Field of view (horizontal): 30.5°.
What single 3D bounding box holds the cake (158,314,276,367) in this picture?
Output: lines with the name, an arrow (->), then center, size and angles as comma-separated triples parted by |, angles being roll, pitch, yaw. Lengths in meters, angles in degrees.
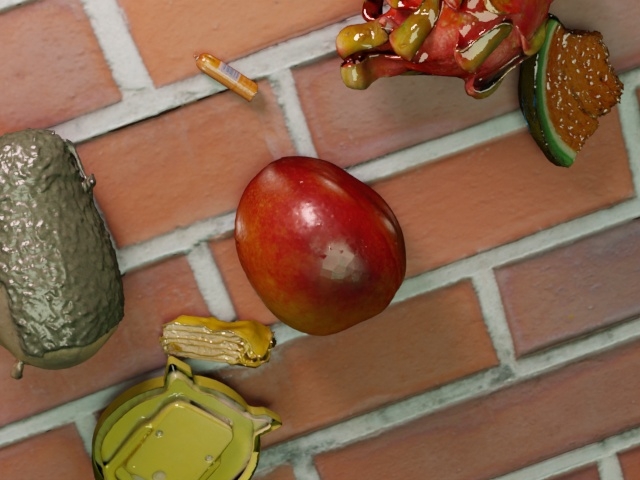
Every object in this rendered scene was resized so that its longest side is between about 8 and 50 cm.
cake -> -0.158, 0.149, 1.900 | 0.184, 0.116, 0.080 | 4, 112, 24

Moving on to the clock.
clock -> -0.237, 0.336, 1.949 | 0.277, 0.071, 0.293 | 39, 103, -26

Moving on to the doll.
doll -> -0.421, 0.014, 1.699 | 0.247, 0.247, 0.350 | -9, 106, -5

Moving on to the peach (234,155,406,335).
peach -> 0.000, 0.000, 1.781 | 0.248, 0.245, 0.275 | -45, 104, -19

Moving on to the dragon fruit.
dragon fruit -> 0.180, -0.326, 1.649 | 0.307, 0.227, 0.243 | 7, 111, 3

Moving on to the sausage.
sausage -> -0.141, -0.245, 1.730 | 0.107, 0.031, 0.031 | 32, 105, -19

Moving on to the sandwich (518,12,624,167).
sandwich -> 0.367, -0.244, 1.791 | 0.159, 0.079, 0.235 | -33, 119, -5
